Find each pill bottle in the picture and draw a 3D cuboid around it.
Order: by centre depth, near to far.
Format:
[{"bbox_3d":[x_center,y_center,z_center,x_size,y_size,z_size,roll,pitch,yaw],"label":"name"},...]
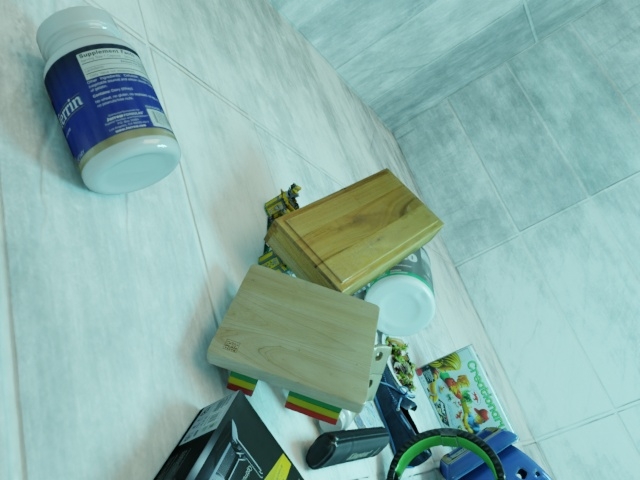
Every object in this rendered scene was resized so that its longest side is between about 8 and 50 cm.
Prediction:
[{"bbox_3d":[-0.334,-0.218,0.902,0.265,0.153,0.153,64,20,11],"label":"pill bottle"},{"bbox_3d":[0.038,0.343,1.164,0.065,0.065,0.116,62,19,3],"label":"pill bottle"},{"bbox_3d":[0.239,0.111,1.776,0.204,0.204,0.361,53,20,-19],"label":"pill bottle"}]

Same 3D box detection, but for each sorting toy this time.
[{"bbox_3d":[-0.041,0.181,1.011,0.257,0.089,0.255,19,32,1],"label":"sorting toy"}]

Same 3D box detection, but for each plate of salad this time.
[{"bbox_3d":[0.238,0.351,1.670,0.200,0.048,0.200,50,22,-29],"label":"plate of salad"}]

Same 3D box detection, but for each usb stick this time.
[{"bbox_3d":[0.061,0.401,1.129,0.045,0.077,0.278,40,7,31],"label":"usb stick"}]

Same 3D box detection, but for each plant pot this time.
[{"bbox_3d":[0.437,0.610,1.467,0.212,0.236,0.236,57,-3,15],"label":"plant pot"}]

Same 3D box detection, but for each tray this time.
[{"bbox_3d":[0.091,-0.022,1.286,0.203,0.076,0.411,47,43,14],"label":"tray"}]

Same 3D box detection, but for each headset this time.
[{"bbox_3d":[0.250,0.577,1.163,0.394,0.243,0.185,-69,148,-47],"label":"headset"}]

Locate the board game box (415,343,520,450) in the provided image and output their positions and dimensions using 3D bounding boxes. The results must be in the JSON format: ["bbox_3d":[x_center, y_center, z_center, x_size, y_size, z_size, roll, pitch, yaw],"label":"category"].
[{"bbox_3d":[0.441,0.493,1.754,0.053,0.193,0.305,11,52,-65],"label":"board game box"}]

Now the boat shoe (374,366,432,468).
[{"bbox_3d":[0.203,0.420,1.426,0.109,0.089,0.258,22,43,-61],"label":"boat shoe"}]

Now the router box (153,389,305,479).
[{"bbox_3d":[-0.112,0.377,0.726,0.243,0.081,0.309,57,20,-9],"label":"router box"}]

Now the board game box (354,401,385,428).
[{"bbox_3d":[0.113,0.417,1.313,0.090,0.020,0.090,62,19,2],"label":"board game box"}]

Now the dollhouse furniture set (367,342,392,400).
[{"bbox_3d":[0.022,0.236,1.144,0.183,0.129,0.129,6,17,-44],"label":"dollhouse furniture set"}]

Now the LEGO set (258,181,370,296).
[{"bbox_3d":[0.000,0.000,1.358,0.255,0.192,0.331,52,21,-23],"label":"LEGO set"}]
